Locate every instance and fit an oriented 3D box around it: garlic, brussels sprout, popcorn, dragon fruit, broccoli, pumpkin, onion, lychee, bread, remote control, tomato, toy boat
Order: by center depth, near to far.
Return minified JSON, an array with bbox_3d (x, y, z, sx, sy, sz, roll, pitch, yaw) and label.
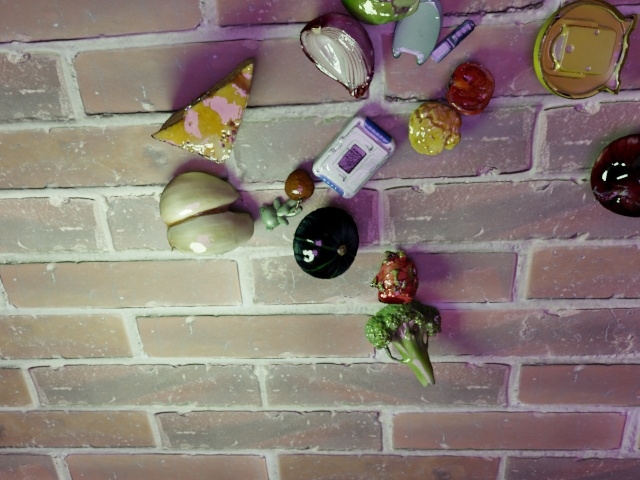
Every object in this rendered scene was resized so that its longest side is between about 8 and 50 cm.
[{"bbox_3d":[0.166,-0.704,1.600,0.244,0.244,0.244,2,117,4],"label":"brussels sprout"},{"bbox_3d":[0.288,-0.626,1.723,0.134,0.079,0.208,18,127,5],"label":"toy boat"},{"bbox_3d":[0.075,-0.551,1.731,0.227,0.120,0.283,18,153,41],"label":"onion"},{"bbox_3d":[0.394,-0.597,1.746,0.043,0.027,0.152,41,115,-19],"label":"remote control"},{"bbox_3d":[0.447,-0.446,1.770,0.139,0.091,0.159,16,78,7],"label":"tomato"},{"bbox_3d":[-0.350,-0.421,1.775,0.279,0.248,0.315,12,113,-3],"label":"bread"},{"bbox_3d":[0.954,-0.179,1.779,0.273,0.285,0.273,26,135,30],"label":"onion"},{"bbox_3d":[0.352,-0.344,1.810,0.180,0.170,0.180,25,128,36],"label":"popcorn"},{"bbox_3d":[-0.071,-0.167,1.956,0.114,0.101,0.140,-5,104,42],"label":"lychee"},{"bbox_3d":[0.000,0.000,1.990,0.248,0.248,0.248,2,117,4],"label":"pumpkin"},{"bbox_3d":[-0.399,-0.076,1.991,0.313,0.286,0.249,-6,160,14],"label":"garlic"},{"bbox_3d":[0.262,0.128,2.052,0.166,0.172,0.160,11,155,-7],"label":"dragon fruit"},{"bbox_3d":[0.324,0.340,2.149,0.302,0.186,0.254,43,72,-16],"label":"broccoli"}]

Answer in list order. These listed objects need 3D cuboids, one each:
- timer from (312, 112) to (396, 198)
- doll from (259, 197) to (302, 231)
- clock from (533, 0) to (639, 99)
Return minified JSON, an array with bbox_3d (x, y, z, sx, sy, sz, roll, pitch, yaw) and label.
[{"bbox_3d":[0.109,-0.269,1.904,0.178,0.078,0.253,36,114,-12],"label":"timer"},{"bbox_3d":[-0.131,-0.092,2.016,0.150,0.077,0.115,-23,68,10],"label":"doll"},{"bbox_3d":[0.761,-0.556,1.711,0.293,0.071,0.277,8,109,-12],"label":"clock"}]
